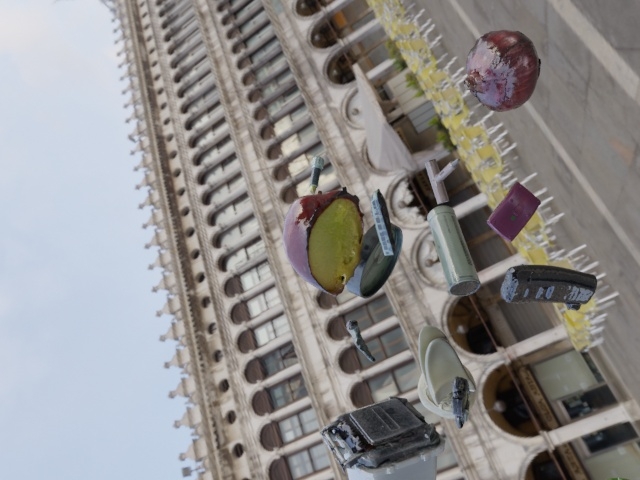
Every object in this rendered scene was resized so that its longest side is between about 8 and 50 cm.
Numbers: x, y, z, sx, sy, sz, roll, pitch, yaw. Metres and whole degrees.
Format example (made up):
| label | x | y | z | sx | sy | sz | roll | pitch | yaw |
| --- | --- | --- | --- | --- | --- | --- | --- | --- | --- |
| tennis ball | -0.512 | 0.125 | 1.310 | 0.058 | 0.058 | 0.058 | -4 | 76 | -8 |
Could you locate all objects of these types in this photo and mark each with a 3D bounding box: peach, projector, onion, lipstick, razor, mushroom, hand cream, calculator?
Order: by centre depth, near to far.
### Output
| label | x | y | z | sx | sy | sz | roll | pitch | yaw |
| --- | --- | --- | --- | --- | --- | --- | --- | --- | --- |
| lipstick | -0.016 | -0.185 | 1.353 | 0.037 | 0.037 | 0.116 | 40 | -125 | -49 |
| onion | 0.538 | -0.512 | 1.429 | 0.252 | 0.219 | 0.252 | 160 | 90 | -77 |
| peach | 0.000 | 0.000 | 1.551 | 0.201 | 0.257 | 0.362 | 19 | 120 | 52 |
| projector | 0.465 | 0.031 | 1.654 | 0.108 | 0.108 | 0.338 | 44 | -150 | -43 |
| calculator | 0.695 | -0.100 | 1.678 | 0.126 | 0.191 | 0.034 | 38 | 177 | -8 |
| razor | 0.888 | 0.179 | 1.836 | 0.107 | 0.326 | 0.189 | -82 | -5 | -46 |
| hand cream | 0.168 | 0.405 | 1.916 | 0.075 | 0.052 | 0.248 | -94 | -21 | -50 |
| mushroom | 0.528 | 0.629 | 1.974 | 0.202 | 0.246 | 0.246 | 10 | -128 | -63 |

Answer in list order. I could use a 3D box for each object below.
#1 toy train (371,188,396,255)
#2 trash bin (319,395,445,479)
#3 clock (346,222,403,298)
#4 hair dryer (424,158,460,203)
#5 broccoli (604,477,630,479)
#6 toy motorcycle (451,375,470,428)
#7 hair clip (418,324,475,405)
| label | x | y | z | sx | sy | sz | roll | pitch | yaw |
| --- | --- | --- | --- | --- | --- | --- | --- | --- | --- |
| toy train | 0.185 | -0.055 | 1.398 | 0.043 | 0.047 | 0.208 | -54 | -48 | -54 |
| trash bin | 0.175 | 0.667 | 1.308 | 0.255 | 0.295 | 0.368 | -157 | 58 | -67 |
| clock | 0.213 | 0.077 | 1.814 | 0.066 | 0.319 | 0.319 | 28 | -179 | 28 |
| hair dryer | 0.538 | -0.268 | 1.974 | 0.220 | 0.053 | 0.195 | -20 | 87 | 69 |
| broccoli | 0.735 | 0.680 | 1.065 | 0.298 | 0.297 | 0.297 | 55 | -152 | -16 |
| toy motorcycle | 0.495 | 0.554 | 1.644 | 0.124 | 0.061 | 0.194 | -23 | -72 | -56 |
| hair clip | 0.478 | 0.483 | 1.864 | 0.113 | 0.172 | 0.282 | -145 | 34 | -85 |
